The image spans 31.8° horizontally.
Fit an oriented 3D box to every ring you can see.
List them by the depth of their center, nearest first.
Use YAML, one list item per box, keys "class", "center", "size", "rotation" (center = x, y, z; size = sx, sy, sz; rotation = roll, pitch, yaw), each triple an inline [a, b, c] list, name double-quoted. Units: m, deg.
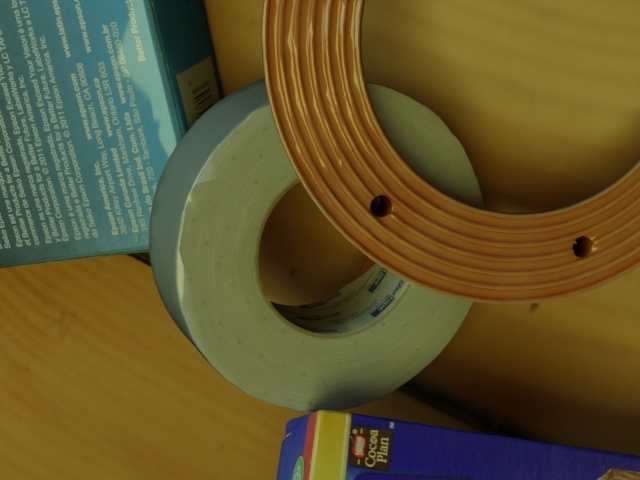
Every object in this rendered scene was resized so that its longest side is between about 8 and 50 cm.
- class: "ring"
  center: [0.127, -0.126, 0.695]
  size: [0.336, 0.032, 0.337]
  rotation: [-2, 101, -12]

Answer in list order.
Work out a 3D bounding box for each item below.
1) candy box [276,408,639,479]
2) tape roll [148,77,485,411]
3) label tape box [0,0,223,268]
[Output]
- class: "candy box"
  center: [0.121, 0.264, 0.726]
  size: [0.317, 0.122, 0.268]
  rotation: [10, 72, -9]
- class: "tape roll"
  center: [0.000, 0.000, 0.749]
  size: [0.219, 0.072, 0.219]
  rotation: [-6, 106, -21]
- class: "label tape box"
  center: [-0.244, -0.105, 0.811]
  size: [0.333, 0.106, 0.241]
  rotation: [-6, 108, 15]
